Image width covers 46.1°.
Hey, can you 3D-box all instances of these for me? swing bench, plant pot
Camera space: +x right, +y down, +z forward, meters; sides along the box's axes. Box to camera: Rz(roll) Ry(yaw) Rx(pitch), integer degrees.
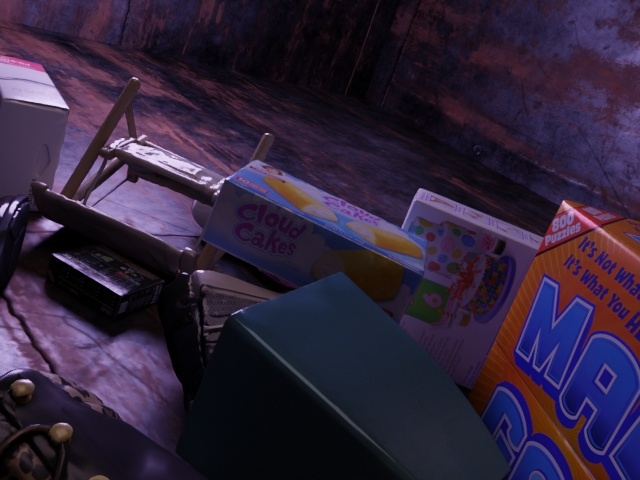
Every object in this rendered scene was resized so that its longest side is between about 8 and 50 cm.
[{"bbox_3d":[-0.237,-0.069,1.125,0.253,0.165,0.255,25,59,10],"label":"swing bench"},{"bbox_3d":[0.028,0.176,0.655,0.234,0.166,0.165,38,31,25],"label":"plant pot"}]

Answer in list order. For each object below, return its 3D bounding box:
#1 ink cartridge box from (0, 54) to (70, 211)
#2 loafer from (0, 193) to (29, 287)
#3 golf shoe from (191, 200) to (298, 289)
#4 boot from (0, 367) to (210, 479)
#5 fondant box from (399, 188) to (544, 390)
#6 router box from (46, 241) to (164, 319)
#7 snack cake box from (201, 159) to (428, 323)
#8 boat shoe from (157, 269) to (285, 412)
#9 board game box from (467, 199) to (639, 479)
[{"bbox_3d":[-0.484,-0.175,1.190,0.100,0.172,0.237,7,24,-34],"label":"ink cartridge box"},{"bbox_3d":[-0.407,0.017,0.865,0.095,0.109,0.302,11,24,-15],"label":"loafer"},{"bbox_3d":[-0.083,-0.002,1.237,0.306,0.115,0.140,22,22,8],"label":"golf shoe"},{"bbox_3d":[-0.120,0.198,0.444,0.284,0.138,0.377,31,-3,12],"label":"boot"},{"bbox_3d":[0.250,0.097,1.108,0.330,0.238,0.096,23,20,5],"label":"fondant box"},{"bbox_3d":[-0.283,0.051,0.993,0.122,0.038,0.092,28,21,18],"label":"router box"},{"bbox_3d":[0.000,0.000,0.964,0.264,0.089,0.152,26,20,2],"label":"snack cake box"},{"bbox_3d":[-0.030,0.150,0.906,0.340,0.127,0.158,13,41,-32],"label":"boat shoe"},{"bbox_3d":[0.386,0.224,0.731,0.356,0.357,0.356,14,20,-16],"label":"board game box"}]
